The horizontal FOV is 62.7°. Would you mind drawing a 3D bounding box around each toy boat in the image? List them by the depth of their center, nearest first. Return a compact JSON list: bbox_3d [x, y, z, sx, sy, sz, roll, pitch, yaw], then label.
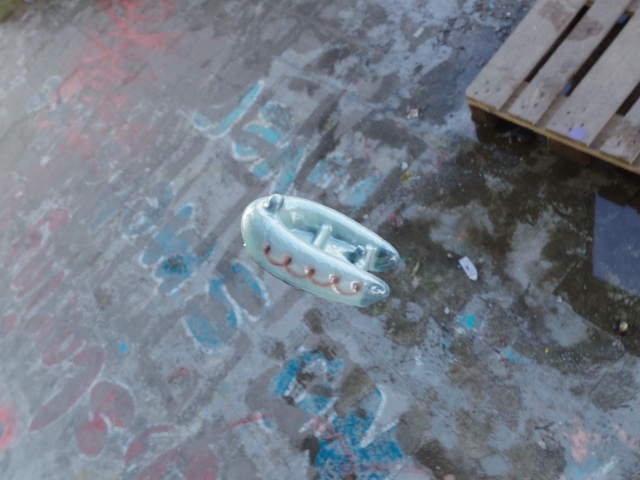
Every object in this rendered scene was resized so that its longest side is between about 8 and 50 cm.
[{"bbox_3d":[0.000,0.000,0.658,0.208,0.078,0.134,24,39,6],"label":"toy boat"}]
